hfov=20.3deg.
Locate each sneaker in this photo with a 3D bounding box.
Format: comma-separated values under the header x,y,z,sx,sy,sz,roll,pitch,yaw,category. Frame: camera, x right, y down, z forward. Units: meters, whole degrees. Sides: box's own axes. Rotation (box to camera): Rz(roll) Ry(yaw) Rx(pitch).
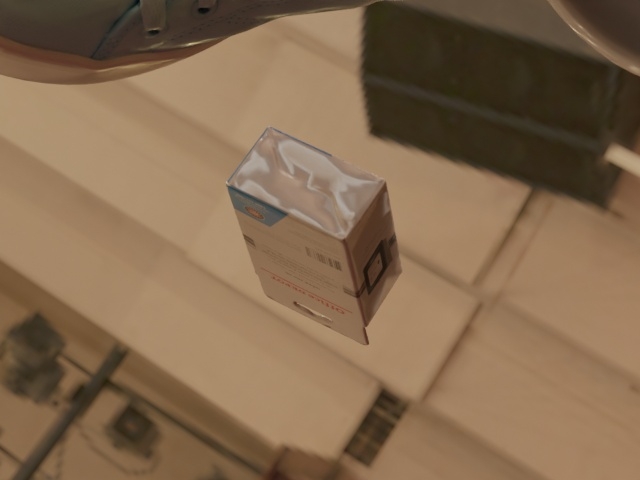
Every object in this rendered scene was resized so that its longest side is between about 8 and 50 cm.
x,y,z,sx,sy,sz,roll,pitch,yaw,category
-0.003,-0.165,0.806,0.366,0.150,0.135,-20,-86,-31,sneaker

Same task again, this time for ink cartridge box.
x,y,z,sx,sy,sz,roll,pitch,yaw,category
0.000,0.000,1.347,0.060,0.104,0.180,-57,-21,-20,ink cartridge box

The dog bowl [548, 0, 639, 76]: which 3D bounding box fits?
x,y,z,sx,sy,sz,roll,pitch,yaw,category
0.207,-0.215,0.899,0.104,0.265,0.265,-19,-45,-32,dog bowl
